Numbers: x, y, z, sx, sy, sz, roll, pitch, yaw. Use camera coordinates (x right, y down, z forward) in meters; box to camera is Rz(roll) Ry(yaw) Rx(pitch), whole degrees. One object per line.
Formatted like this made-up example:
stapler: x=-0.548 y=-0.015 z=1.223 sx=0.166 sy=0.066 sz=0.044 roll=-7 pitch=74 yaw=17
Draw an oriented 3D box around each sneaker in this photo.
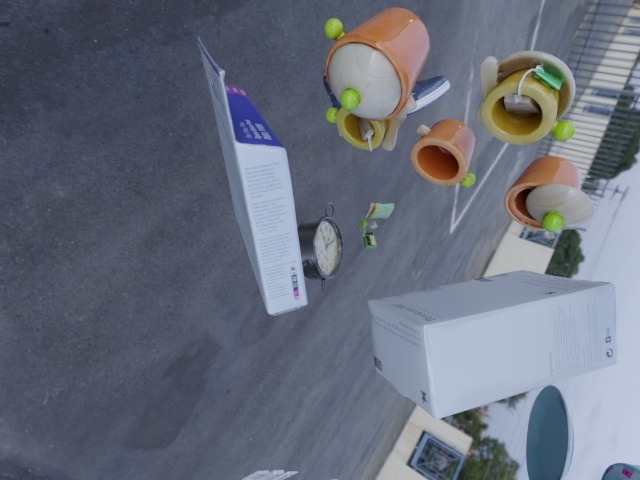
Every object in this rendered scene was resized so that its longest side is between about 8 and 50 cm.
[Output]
sneaker: x=0.116 y=-0.308 z=0.761 sx=0.086 sy=0.226 sz=0.164 roll=-84 pitch=154 yaw=-65

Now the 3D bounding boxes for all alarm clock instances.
alarm clock: x=0.000 y=0.000 z=0.858 sx=0.129 sy=0.064 sz=0.192 roll=53 pitch=46 yaw=-46

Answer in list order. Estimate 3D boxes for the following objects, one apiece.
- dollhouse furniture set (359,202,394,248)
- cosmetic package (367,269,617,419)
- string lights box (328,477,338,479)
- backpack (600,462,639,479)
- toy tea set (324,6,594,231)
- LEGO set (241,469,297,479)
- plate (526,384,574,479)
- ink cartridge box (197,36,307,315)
dollhouse furniture set: x=0.164 y=-0.043 z=1.215 sx=0.076 sy=0.059 sz=0.152 roll=3 pitch=142 yaw=-16
cosmetic package: x=0.304 y=0.166 z=0.751 sx=0.384 sy=0.217 sz=0.156 roll=-7 pitch=94 yaw=-19
string lights box: x=-0.045 y=0.576 z=0.747 sx=0.260 sy=0.133 sz=0.076 roll=-46 pitch=142 yaw=13
backpack: x=0.480 y=0.414 z=0.571 sx=0.188 sy=0.144 sz=0.166 roll=-120 pitch=-143 yaw=-81
toy tea set: x=0.136 y=-0.110 z=0.447 sx=0.124 sy=0.335 sz=0.200 roll=-54 pitch=161 yaw=-26
LEGO set: x=-0.223 y=0.786 z=1.346 sx=0.244 sy=0.060 sz=0.182 roll=-38 pitch=138 yaw=22
plate: x=0.405 y=0.352 z=0.719 sx=0.188 sy=0.024 sz=0.188 roll=12 pitch=90 yaw=-78
ink cartridge box: x=-0.106 y=-0.115 z=0.619 sx=0.071 sy=0.324 sz=0.330 roll=-13 pitch=125 yaw=-13
